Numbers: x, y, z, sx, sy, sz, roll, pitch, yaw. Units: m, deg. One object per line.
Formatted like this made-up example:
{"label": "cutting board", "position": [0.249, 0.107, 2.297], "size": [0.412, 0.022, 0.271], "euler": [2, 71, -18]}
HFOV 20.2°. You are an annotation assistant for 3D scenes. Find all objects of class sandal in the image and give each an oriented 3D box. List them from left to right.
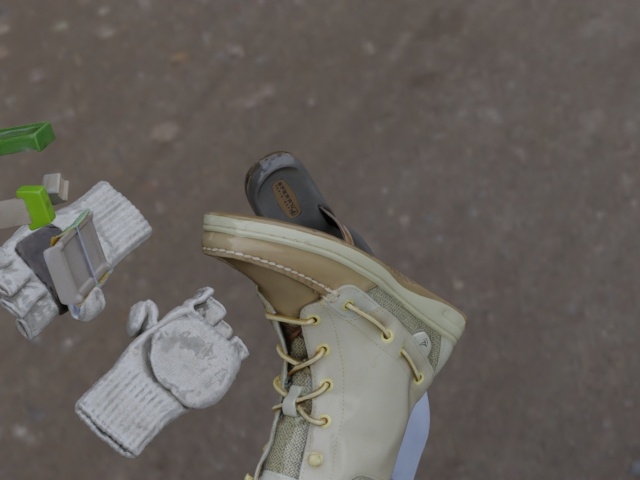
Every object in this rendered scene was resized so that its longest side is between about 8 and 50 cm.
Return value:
{"label": "sandal", "position": [0.000, 0.000, 1.809], "size": [0.090, 0.219, 0.060], "euler": [-37, 37, -10]}

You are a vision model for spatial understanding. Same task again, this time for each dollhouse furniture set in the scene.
{"label": "dollhouse furniture set", "position": [-0.232, -0.019, 1.489], "size": [0.059, 0.151, 0.076], "euler": [-9, 22, 21]}

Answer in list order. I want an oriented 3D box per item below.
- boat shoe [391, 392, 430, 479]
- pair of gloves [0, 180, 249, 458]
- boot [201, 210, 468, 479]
{"label": "boat shoe", "position": [0.034, 0.220, 1.661], "size": [0.084, 0.095, 0.258], "euler": [-19, 48, 44]}
{"label": "pair of gloves", "position": [-0.181, 0.064, 1.641], "size": [0.204, 0.240, 0.042], "euler": [-34, -8, -46]}
{"label": "boot", "position": [-0.015, 0.103, 1.349], "size": [0.095, 0.262, 0.203], "euler": [15, 80, 46]}
